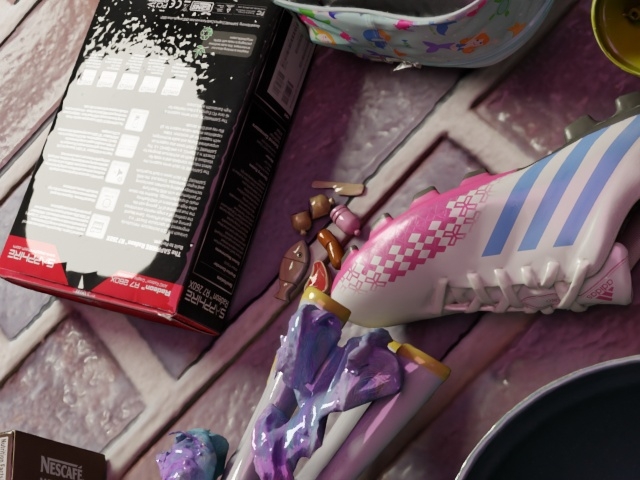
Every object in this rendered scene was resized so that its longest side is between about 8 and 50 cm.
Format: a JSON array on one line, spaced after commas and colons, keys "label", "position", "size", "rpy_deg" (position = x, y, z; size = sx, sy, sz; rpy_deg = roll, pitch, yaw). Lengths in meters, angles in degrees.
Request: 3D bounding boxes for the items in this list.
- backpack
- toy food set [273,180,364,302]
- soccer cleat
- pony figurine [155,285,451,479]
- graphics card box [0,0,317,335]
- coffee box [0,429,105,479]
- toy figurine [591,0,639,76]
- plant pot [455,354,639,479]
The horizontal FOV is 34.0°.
[{"label": "backpack", "position": [0.097, -0.264, 0.928], "size": [0.253, 0.191, 0.225], "rpy_deg": [13, 80, 37]}, {"label": "toy food set", "position": [0.000, 0.000, 0.976], "size": [0.077, 0.019, 0.122], "rpy_deg": [6, 74, 28]}, {"label": "soccer cleat", "position": [0.163, 0.010, 0.835], "size": [0.331, 0.116, 0.143], "rpy_deg": [-29, 61, 13]}, {"label": "pony figurine", "position": [-0.049, 0.218, 0.748], "size": [0.302, 0.351, 0.364], "rpy_deg": [32, 86, 2]}, {"label": "graphics card box", "position": [-0.156, -0.107, 1.051], "size": [0.232, 0.094, 0.371], "rpy_deg": [10, 77, 29]}, {"label": "coffee box", "position": [-0.341, 0.253, 0.979], "size": [0.246, 0.141, 0.098], "rpy_deg": [-12, 66, 21]}, {"label": "toy figurine", "position": [0.389, -0.177, 0.671], "size": [0.362, 0.191, 0.217], "rpy_deg": [-1, 40, 49]}, {"label": "plant pot", "position": [0.233, 0.240, 0.661], "size": [0.293, 0.196, 0.293], "rpy_deg": [-9, 64, 19]}]
